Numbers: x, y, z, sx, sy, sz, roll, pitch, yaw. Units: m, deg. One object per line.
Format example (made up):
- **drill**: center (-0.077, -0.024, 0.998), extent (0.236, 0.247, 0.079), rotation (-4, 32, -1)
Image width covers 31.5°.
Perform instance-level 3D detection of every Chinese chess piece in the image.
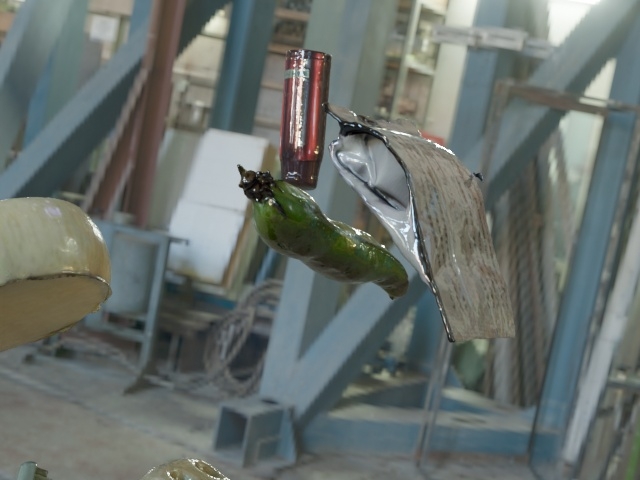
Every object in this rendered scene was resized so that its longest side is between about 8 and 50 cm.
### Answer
- **Chinese chess piece**: center (-0.365, 0.048, 1.281), extent (0.257, 0.104, 0.257), rotation (-19, -16, -6)

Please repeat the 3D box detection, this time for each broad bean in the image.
- **broad bean**: center (0.000, 0.000, 1.235), extent (0.077, 0.061, 0.339), rotation (-22, -29, 25)

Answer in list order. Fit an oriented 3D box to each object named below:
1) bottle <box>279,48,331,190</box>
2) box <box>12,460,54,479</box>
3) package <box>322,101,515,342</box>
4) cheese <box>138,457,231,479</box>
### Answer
- **bottle**: center (-0.019, -0.142, 1.360), extent (0.060, 0.164, 0.060), rotation (4, -1, 0)
- **box**: center (-0.227, 0.277, 0.914), extent (0.093, 0.124, 0.172), rotation (22, 24, -15)
- **package**: center (0.109, -0.023, 1.072), extent (0.062, 0.250, 0.204), rotation (-34, -16, 24)
- **cheese**: center (-0.192, 0.373, 1.387), extent (0.117, 0.218, 0.235), rotation (34, 35, 13)
